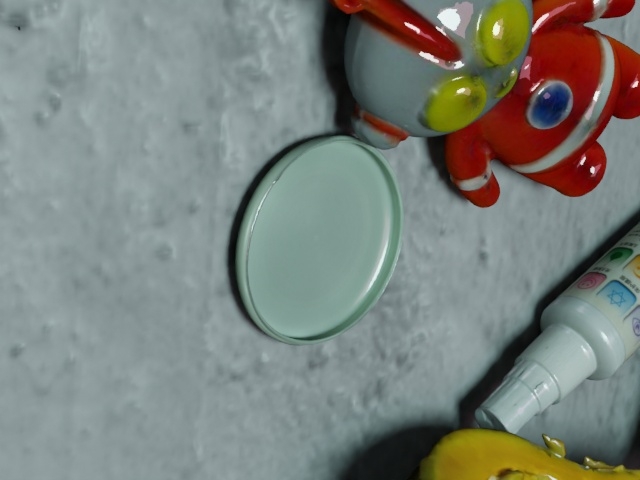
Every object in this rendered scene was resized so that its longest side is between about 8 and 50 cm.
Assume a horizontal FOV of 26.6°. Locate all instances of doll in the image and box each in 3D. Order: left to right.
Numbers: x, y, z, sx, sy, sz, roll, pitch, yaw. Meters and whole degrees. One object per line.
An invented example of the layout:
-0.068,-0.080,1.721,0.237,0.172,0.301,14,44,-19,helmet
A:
0.087,-0.089,0.688,0.245,0.076,0.142,18,109,-50,doll

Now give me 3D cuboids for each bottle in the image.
0.174,0.046,0.829,0.217,0.060,0.060,-38,127,-28,bottle

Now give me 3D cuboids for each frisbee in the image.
0.000,0.000,0.682,0.110,0.014,0.110,-16,114,-39,frisbee

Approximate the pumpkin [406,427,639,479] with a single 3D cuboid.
0.163,0.261,0.751,0.325,0.242,0.232,14,111,-22,pumpkin
